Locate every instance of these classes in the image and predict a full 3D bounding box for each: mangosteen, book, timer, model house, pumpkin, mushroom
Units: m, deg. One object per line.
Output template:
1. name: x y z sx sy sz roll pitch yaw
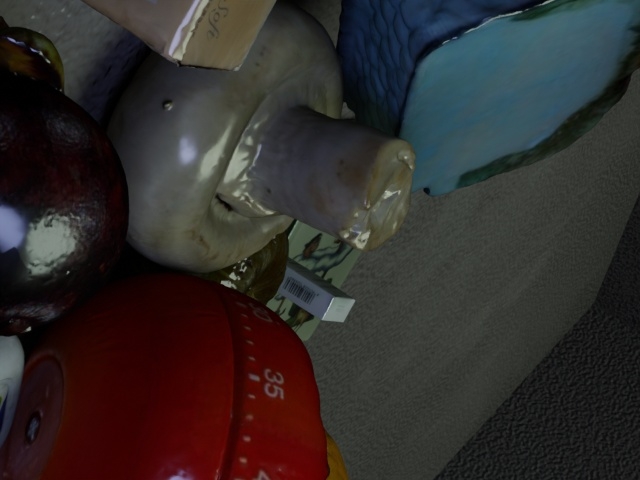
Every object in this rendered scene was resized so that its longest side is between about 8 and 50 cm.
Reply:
1. mangosteen: -0.264 -0.055 1.284 0.228 0.228 0.265 38 46 -71
2. book: 0.000 0.000 2.222 0.371 0.043 0.260 -61 160 18
3. timer: -0.165 0.218 1.595 0.279 0.378 0.378 21 108 -26
4. model house: 0.133 -0.276 1.671 0.297 0.339 0.360 -24 158 -13
5. pumpkin: -0.119 0.044 1.830 0.219 0.162 0.219 -45 162 -19
6. mushroom: -0.052 -0.074 1.590 0.292 0.290 0.292 -45 154 -29

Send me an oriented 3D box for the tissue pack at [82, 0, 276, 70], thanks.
1. tissue pack: -0.076 -0.311 1.257 0.305 0.238 0.238 -61 160 15

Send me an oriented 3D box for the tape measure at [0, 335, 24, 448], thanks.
1. tape measure: -0.392 0.185 1.463 0.265 0.130 0.258 -39 158 -53

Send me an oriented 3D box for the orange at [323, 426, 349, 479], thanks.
1. orange: -0.120 0.325 2.009 0.340 0.340 0.293 -31 163 -50

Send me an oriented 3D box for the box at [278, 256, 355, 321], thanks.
1. box: -0.039 0.048 2.030 0.040 0.154 0.084 -62 161 8
